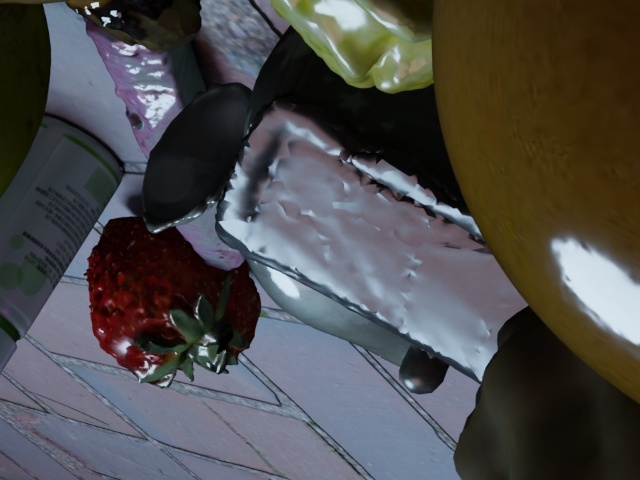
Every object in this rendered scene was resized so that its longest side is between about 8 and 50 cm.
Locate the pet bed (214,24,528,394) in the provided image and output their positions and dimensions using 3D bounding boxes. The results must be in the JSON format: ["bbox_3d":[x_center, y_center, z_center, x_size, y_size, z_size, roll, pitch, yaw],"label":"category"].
[{"bbox_3d":[0.056,-0.014,0.822,0.211,0.159,0.183,27,159,5],"label":"pet bed"}]

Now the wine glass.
[{"bbox_3d":[0.000,0.000,0.991,0.222,0.103,0.103,34,160,-35],"label":"wine glass"}]

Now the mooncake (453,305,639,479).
[{"bbox_3d":[0.217,0.105,0.688,0.324,0.187,0.324,-8,138,-7],"label":"mooncake"}]

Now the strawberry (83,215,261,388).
[{"bbox_3d":[-0.112,0.034,1.227,0.131,0.148,0.131,-7,146,-5],"label":"strawberry"}]

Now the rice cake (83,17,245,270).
[{"bbox_3d":[-0.100,-0.067,1.051,0.081,0.051,0.290,21,157,17],"label":"rice cake"}]

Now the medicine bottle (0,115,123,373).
[{"bbox_3d":[-0.224,0.004,1.187,0.086,0.183,0.086,26,160,10],"label":"medicine bottle"}]

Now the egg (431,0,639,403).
[{"bbox_3d":[0.188,-0.048,0.450,0.322,0.250,0.250,14,155,25],"label":"egg"}]

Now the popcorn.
[{"bbox_3d":[0.041,-0.121,0.641,0.141,0.162,0.136,-3,126,-13],"label":"popcorn"}]

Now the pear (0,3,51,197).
[{"bbox_3d":[-0.289,-0.108,0.919,0.283,0.284,0.283,25,159,11],"label":"pear"}]

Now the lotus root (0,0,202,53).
[{"bbox_3d":[-0.140,-0.183,0.699,0.182,0.183,0.310,17,162,29],"label":"lotus root"}]
